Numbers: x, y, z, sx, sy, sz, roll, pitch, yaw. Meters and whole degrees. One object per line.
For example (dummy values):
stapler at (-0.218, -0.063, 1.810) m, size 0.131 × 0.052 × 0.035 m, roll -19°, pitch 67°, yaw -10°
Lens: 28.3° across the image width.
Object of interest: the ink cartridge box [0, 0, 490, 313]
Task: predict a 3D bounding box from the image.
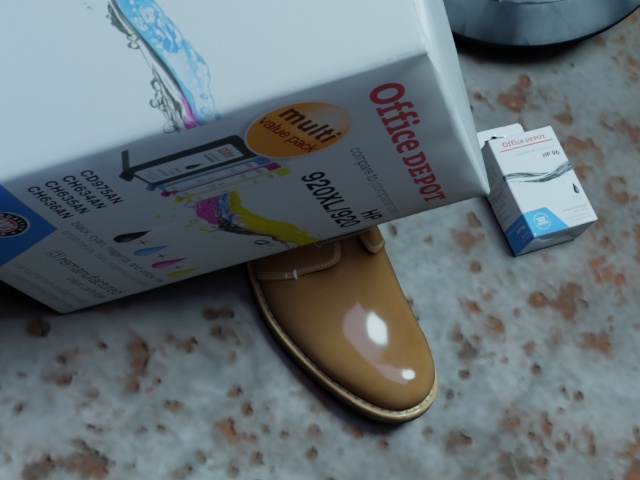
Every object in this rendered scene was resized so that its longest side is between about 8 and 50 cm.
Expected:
ink cartridge box at (-0.060, -0.090, 0.587) m, size 0.232 × 0.171 × 0.168 m, roll -16°, pitch 69°, yaw 10°

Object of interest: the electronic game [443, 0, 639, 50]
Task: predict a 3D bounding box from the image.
electronic game at (0.127, -0.232, 0.821) m, size 0.229 × 0.048 × 0.229 m, roll 0°, pitch 78°, yaw 0°

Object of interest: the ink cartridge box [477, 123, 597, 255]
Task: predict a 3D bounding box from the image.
ink cartridge box at (0.124, -0.038, 0.765) m, size 0.048 × 0.028 × 0.083 m, roll -15°, pitch 70°, yaw -25°

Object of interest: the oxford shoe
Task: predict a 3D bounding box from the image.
oxford shoe at (0.000, 0.000, 0.677) m, size 0.076 × 0.076 × 0.212 m, roll -26°, pitch 77°, yaw -29°
